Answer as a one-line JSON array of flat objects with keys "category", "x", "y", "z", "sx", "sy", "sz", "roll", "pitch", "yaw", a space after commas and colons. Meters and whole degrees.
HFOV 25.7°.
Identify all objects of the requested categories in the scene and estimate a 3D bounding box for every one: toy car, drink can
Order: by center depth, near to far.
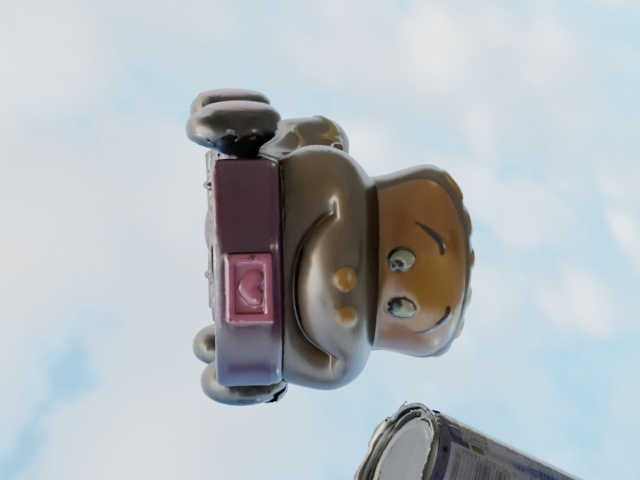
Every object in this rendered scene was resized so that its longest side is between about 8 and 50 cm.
[{"category": "drink can", "x": 0.143, "y": 0.195, "z": 0.952, "sx": 0.235, "sy": 0.097, "sz": 0.097, "roll": 26, "pitch": -140, "yaw": -21}, {"category": "toy car", "x": 0.000, "y": 0.000, "z": 1.277, "sx": 0.240, "sy": 0.271, "sz": 0.341, "roll": -2, "pitch": -165, "yaw": -6}]
